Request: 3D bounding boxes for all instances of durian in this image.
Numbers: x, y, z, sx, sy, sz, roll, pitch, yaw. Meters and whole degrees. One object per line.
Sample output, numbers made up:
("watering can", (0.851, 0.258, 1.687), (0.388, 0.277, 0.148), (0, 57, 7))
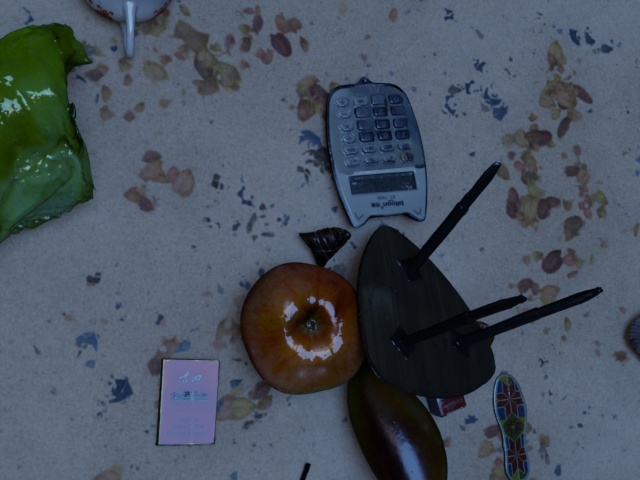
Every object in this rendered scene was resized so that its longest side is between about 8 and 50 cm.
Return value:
("durian", (-0.443, -0.134, 1.103), (0.340, 0.204, 0.256), (-31, 105, -19))

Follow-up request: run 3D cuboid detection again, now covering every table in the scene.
("table", (0.253, 0.076, 1.211), (0.317, 0.249, 0.317), (28, 43, -30))

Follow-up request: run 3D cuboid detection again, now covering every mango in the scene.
("mango", (0.125, 0.311, 1.277), (0.133, 0.111, 0.267), (-17, 72, -21))

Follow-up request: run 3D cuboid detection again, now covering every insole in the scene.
("insole", (0.342, 0.334, 1.408), (0.065, 0.006, 0.193), (-4, 84, -19))

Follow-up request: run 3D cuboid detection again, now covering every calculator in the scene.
("calculator", (0.096, -0.156, 1.369), (0.177, 0.040, 0.268), (-5, 84, -19))

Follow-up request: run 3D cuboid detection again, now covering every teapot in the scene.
("teapot", (-0.305, -0.412, 1.241), (0.159, 0.116, 0.245), (5, 87, -29))

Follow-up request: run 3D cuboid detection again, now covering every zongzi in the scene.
("zongzi", (0.000, 0.000, 1.312), (0.073, 0.067, 0.083), (41, 90, -17))

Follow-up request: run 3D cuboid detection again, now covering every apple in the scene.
("apple", (-0.025, 0.138, 1.226), (0.209, 0.164, 0.209), (2, 82, -16))

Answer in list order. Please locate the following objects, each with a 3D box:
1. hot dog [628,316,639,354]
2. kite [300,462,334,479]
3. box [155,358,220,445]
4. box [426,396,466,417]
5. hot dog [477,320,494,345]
("hot dog", (0.670, 0.214, 1.506), (0.108, 0.059, 0.191), (-42, 101, -5))
("kite", (-0.027, 0.507, 1.257), (0.152, 0.015, 0.285), (22, 77, -15))
("box", (-0.206, 0.251, 1.226), (0.090, 0.023, 0.133), (6, 82, -20))
("box", (0.190, 0.190, 1.357), (0.055, 0.039, 0.218), (-17, 89, -21))
("hot dog", (0.270, 0.182, 1.387), (0.058, 0.035, 0.083), (44, 71, -9))
